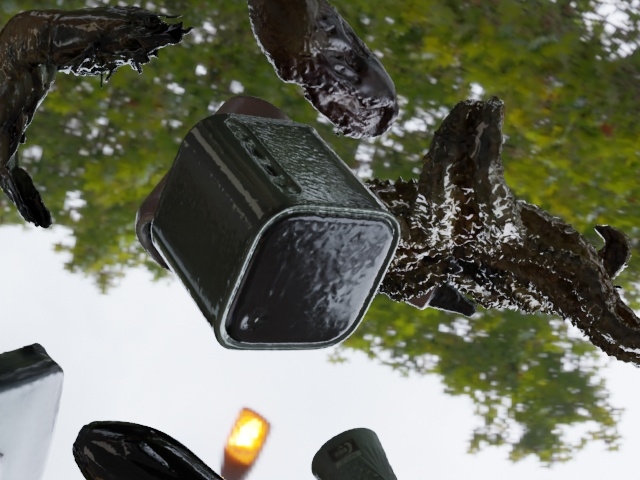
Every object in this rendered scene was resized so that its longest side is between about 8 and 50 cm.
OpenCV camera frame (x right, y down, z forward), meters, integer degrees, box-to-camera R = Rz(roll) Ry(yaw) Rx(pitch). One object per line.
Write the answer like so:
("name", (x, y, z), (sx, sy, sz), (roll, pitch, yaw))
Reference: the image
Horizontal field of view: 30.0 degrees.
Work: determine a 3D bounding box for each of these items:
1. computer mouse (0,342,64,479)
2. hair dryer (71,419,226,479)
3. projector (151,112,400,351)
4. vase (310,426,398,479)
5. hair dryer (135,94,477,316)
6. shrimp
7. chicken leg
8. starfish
("computer mouse", (-0.287, 0.198, 0.796), (0.122, 0.188, 0.371), (49, -55, 9))
("hair dryer", (-0.063, 0.099, 0.377), (0.079, 0.031, 0.083), (24, -124, 27))
("projector", (-0.023, -0.004, 0.573), (0.082, 0.083, 0.083), (50, -53, 42))
("vase", (0.079, 0.333, 1.428), (0.096, 0.096, 0.219), (-54, -134, 18))
("hair dryer", (0.000, 0.000, 1.215), (0.344, 0.189, 0.106), (27, -36, 9))
("shrimp", (-0.207, -0.108, 1.035), (0.262, 0.051, 0.198), (1, -91, 36))
("chicken leg", (-0.012, -0.243, 1.340), (0.083, 0.322, 0.177), (-31, -139, 24))
("starfish", (0.111, 0.003, 0.792), (0.312, 0.303, 0.113), (10, -101, 45))
